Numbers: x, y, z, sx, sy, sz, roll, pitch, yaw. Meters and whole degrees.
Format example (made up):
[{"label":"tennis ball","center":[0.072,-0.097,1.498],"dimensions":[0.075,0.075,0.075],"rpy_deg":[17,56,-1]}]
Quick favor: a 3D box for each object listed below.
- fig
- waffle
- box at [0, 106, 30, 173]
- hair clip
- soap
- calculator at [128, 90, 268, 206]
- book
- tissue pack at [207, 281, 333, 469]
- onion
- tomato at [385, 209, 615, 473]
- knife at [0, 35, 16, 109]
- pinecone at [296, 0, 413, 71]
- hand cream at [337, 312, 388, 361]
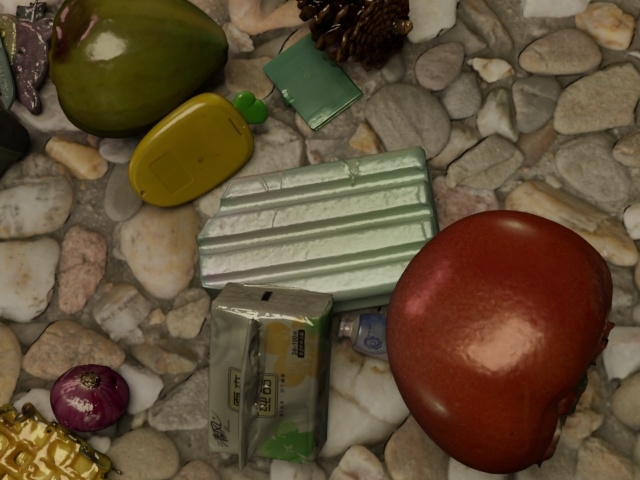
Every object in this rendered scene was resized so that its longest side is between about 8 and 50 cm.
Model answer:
[{"label":"fig","center":[-0.271,-0.272,1.879],"dimensions":[0.271,0.239,0.239],"rpy_deg":[-4,74,-1]},{"label":"waffle","center":[-0.430,0.360,1.817],"dimensions":[0.281,0.060,0.262],"rpy_deg":[-15,75,8]},{"label":"box","center":[-0.572,-0.180,1.944],"dimensions":[0.210,0.148,0.129],"rpy_deg":[38,95,16]},{"label":"hair clip","center":[-0.489,-0.307,2.011],"dimensions":[0.146,0.056,0.187],"rpy_deg":[14,80,19]},{"label":"soap","center":[0.000,0.000,1.821],"dimensions":[0.347,0.115,0.208],"rpy_deg":[-10,73,6]},{"label":"calculator","center":[-0.182,-0.140,1.879],"dimensions":[0.235,0.146,0.032],"rpy_deg":[-37,38,1]},{"label":"book","center":[-0.015,-0.245,1.940],"dimensions":[0.103,0.017,0.135],"rpy_deg":[-38,74,-5]},{"label":"tissue pack","center":[-0.075,0.192,1.717],"dimensions":[0.159,0.145,0.229],"rpy_deg":[7,111,10]},{"label":"onion","center":[-0.336,0.235,1.825],"dimensions":[0.115,0.115,0.104],"rpy_deg":[17,122,13]},{"label":"tomato","center":[0.228,0.125,1.645],"dimensions":[0.273,0.341,0.341],"rpy_deg":[26,80,13]},{"label":"knife","center":[-0.515,-0.307,1.991],"dimensions":[0.028,0.015,0.210],"rpy_deg":[-21,79,9]},{"label":"pinecone","center":[0.047,-0.371,1.884],"dimensions":[0.169,0.185,0.212],"rpy_deg":[-14,57,-20]},{"label":"hand cream","center":[0.095,0.139,1.808],"dimensions":[0.142,0.053,0.084],"rpy_deg":[11,76,1]}]
